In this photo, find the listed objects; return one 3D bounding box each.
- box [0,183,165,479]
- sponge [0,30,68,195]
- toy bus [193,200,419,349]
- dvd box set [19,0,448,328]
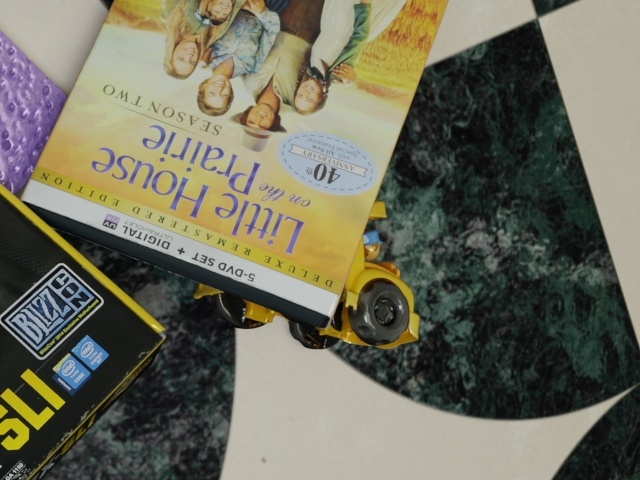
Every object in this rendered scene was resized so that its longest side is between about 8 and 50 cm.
[{"bbox_3d":[-0.331,0.115,0.998,0.257,0.079,0.322,42,62,3],"label":"box"},{"bbox_3d":[-0.331,-0.147,1.098,0.210,0.031,0.117,46,68,-23],"label":"sponge"},{"bbox_3d":[0.000,0.000,1.241,0.220,0.149,0.211,21,70,-31],"label":"toy bus"},{"bbox_3d":[-0.063,-0.161,1.141,0.307,0.062,0.420,21,72,1],"label":"dvd box set"}]
